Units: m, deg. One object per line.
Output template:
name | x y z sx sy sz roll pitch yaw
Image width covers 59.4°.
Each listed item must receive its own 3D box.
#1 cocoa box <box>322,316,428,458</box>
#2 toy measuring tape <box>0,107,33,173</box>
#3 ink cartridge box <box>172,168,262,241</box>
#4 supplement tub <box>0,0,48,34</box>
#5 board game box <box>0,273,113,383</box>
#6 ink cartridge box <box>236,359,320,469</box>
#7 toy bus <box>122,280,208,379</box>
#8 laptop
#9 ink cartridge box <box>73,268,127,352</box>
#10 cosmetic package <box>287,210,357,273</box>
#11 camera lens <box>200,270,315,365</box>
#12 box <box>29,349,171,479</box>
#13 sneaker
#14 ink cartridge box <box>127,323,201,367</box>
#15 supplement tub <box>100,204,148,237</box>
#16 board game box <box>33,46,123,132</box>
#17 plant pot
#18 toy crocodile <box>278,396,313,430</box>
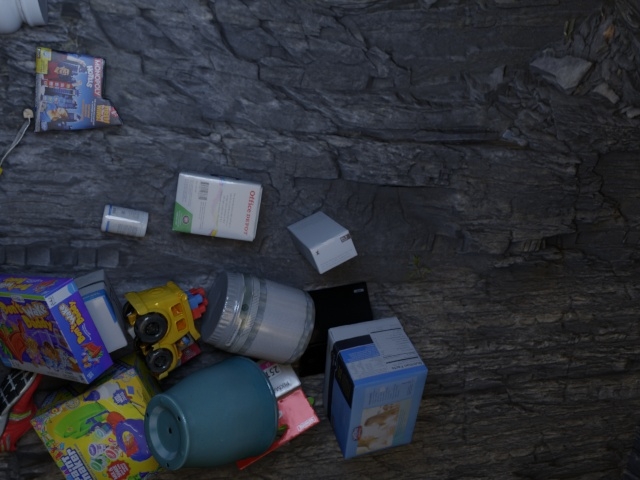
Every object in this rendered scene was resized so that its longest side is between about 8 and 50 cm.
cocoa box | 0.151 0.442 1.683 0.232 0.228 0.347 -9 128 -16
toy measuring tape | -0.786 -0.181 1.275 0.121 0.121 0.330 31 89 -25
ink cartridge box | -0.268 -0.092 1.470 0.213 0.093 0.154 8 103 -9
supplement tub | -0.733 -0.528 1.106 0.325 0.235 0.235 -7 109 -17
board game box | -0.672 0.201 1.326 0.078 0.347 0.233 -43 125 -49
ink cartridge box | -0.176 0.489 1.640 0.275 0.239 0.060 -28 156 -12
toy bus | -0.383 0.217 1.456 0.211 0.149 0.220 -21 115 -29
laptop | 0.038 0.283 1.761 0.234 0.136 0.264 -8 135 -16
ink cartridge box | -0.558 0.178 1.417 0.086 0.203 0.148 -22 113 -13
cosmetic package | 0.000 0.000 1.533 0.117 0.231 0.085 -27 114 -9
camera lens | -0.166 0.215 1.553 0.274 0.219 0.219 19 100 -24
box | -0.556 0.500 1.511 0.279 0.177 0.290 -27 102 -9
sneaker | -0.800 0.444 1.495 0.118 0.107 0.279 25 102 -43
ink cartridge box | -0.433 0.265 1.558 0.127 0.072 0.175 -31 113 -7
supplement tub | -0.501 -0.049 1.434 0.107 0.071 0.071 12 103 -22
board game box | -0.564 -0.339 1.324 0.194 0.060 0.194 5 106 -21
plant pot | -0.292 0.452 1.424 0.255 0.272 0.271 -3 111 -49
toy crocodile | -0.186 0.538 1.723 0.341 0.105 0.115 -13 150 -13
